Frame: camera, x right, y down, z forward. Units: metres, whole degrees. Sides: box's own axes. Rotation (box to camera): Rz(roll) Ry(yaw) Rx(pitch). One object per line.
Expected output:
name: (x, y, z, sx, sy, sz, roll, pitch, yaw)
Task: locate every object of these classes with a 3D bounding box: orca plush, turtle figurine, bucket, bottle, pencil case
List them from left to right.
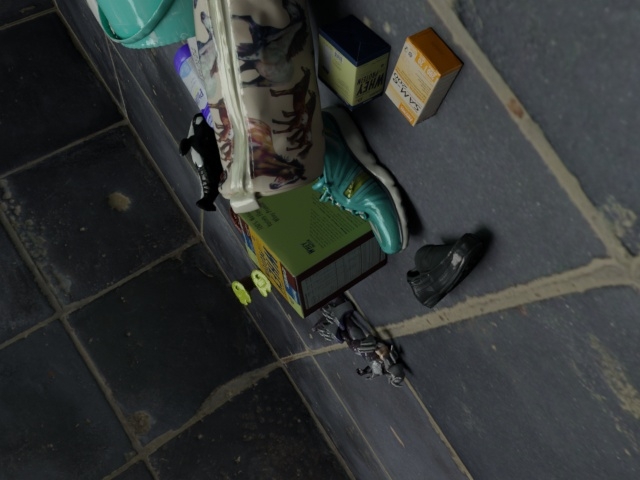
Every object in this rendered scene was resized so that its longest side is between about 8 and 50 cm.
bucket: (-0.255, -0.446, 0.832, 0.281, 0.281, 0.183, 38, 155, 45)
orca plush: (-0.308, -0.231, 1.434, 0.102, 0.151, 0.286, -18, 60, 49)
bottle: (-0.236, -0.322, 1.215, 0.282, 0.092, 0.118, 60, 160, -3)
pencil case: (-0.092, -0.252, 0.693, 0.160, 0.184, 0.409, 7, 114, 32)
turtle figurine: (-0.073, 0.061, 1.130, 0.270, 0.217, 0.087, -11, 98, 37)

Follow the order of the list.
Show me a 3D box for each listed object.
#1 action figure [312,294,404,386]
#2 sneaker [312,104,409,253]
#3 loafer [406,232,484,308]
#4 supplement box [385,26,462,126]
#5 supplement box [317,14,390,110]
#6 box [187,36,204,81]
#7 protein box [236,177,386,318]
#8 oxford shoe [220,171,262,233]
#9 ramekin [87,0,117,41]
action figure: (0.101, 0.259, 1.261, 0.285, 0.099, 0.185, 40, 149, 35)
sneaker: (0.045, -0.088, 0.850, 0.275, 0.110, 0.107, 56, 161, 6)
loafer: (0.174, 0.040, 0.770, 0.078, 0.076, 0.223, 46, 162, 13)
supplement box: (0.120, -0.192, 0.616, 0.062, 0.036, 0.098, 54, 161, 14)
supplement box: (0.042, -0.241, 0.703, 0.083, 0.056, 0.083, 50, 159, 24)
box: (-0.156, -0.346, 0.988, 0.290, 0.087, 0.169, 44, 156, 36)
protein box: (-0.014, -0.003, 0.981, 0.200, 0.201, 0.135, 45, 157, 34)
oxford shoe: (-0.165, -0.078, 1.344, 0.348, 0.123, 0.130, -115, 4, -50)
ramekin: (-0.551, -0.676, 1.395, 0.277, 0.135, 0.277, 49, 159, 26)
